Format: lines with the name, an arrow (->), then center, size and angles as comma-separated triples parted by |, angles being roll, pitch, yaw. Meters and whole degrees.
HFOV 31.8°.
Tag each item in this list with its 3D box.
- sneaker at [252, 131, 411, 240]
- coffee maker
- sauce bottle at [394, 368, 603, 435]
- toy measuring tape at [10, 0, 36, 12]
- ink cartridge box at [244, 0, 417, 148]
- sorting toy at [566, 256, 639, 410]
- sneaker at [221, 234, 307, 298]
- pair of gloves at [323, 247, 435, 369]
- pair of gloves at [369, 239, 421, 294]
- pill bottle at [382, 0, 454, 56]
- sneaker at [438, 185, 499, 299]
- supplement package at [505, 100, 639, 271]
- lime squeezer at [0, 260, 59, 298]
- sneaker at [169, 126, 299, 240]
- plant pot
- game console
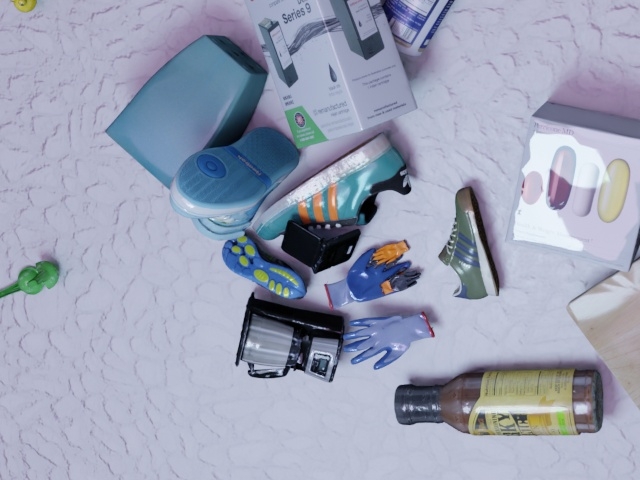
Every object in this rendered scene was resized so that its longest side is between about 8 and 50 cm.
sneaker -> 0.018, -0.059, 1.899 | 0.302, 0.108, 0.121 | -31, 96, 30
coffee maker -> -0.050, 0.162, 1.975 | 0.178, 0.171, 0.120 | 13, 137, -4
sauce bottle -> 0.296, 0.274, 1.886 | 0.344, 0.111, 0.111 | -5, 103, 24
toy measuring tape -> -0.497, -0.557, 1.955 | 0.121, 0.121, 0.330 | 22, 111, 14
ink cartridge box -> 0.008, -0.310, 1.777 | 0.211, 0.121, 0.289 | -8, 104, 60
sorting toy -> 0.566, 0.128, 1.751 | 0.257, 0.089, 0.255 | -36, 90, 26
sneaker -> -0.101, 0.053, 1.996 | 0.188, 0.078, 0.067 | 32, 85, 24
pair of gloves -> 0.097, 0.114, 1.916 | 0.159, 0.023, 0.198 | -20, 80, -6
pair of gloves -> 0.127, 0.046, 1.913 | 0.074, 0.010, 0.083 | -23, 81, -6
pill bottle -> 0.160, -0.383, 1.762 | 0.094, 0.094, 0.169 | 36, 114, 8
sneaker -> 0.233, 0.012, 1.858 | 0.086, 0.064, 0.192 | -13, 103, 19
supplement package -> 0.407, -0.087, 1.719 | 0.194, 0.149, 0.203 | 14, 110, 17
lime squeezer -> -0.568, 0.090, 2.175 | 0.059, 0.110, 0.310 | 51, 148, -16
sneaker -> -0.173, -0.058, 1.867 | 0.127, 0.319, 0.208 | 46, 123, 9
plant pot -> -0.209, -0.226, 1.914 | 0.165, 0.165, 0.234 | 42, 107, 6
game console -> 0.000, 0.000, 1.912 | 0.107, 0.122, 0.071 | -21, 71, -17
